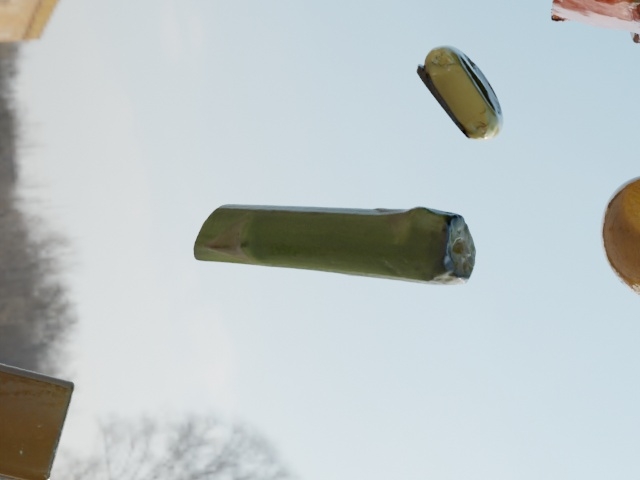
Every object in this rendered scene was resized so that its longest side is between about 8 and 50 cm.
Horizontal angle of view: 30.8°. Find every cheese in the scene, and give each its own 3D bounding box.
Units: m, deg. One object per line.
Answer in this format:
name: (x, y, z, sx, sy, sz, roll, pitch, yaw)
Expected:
cheese: (0.125, -0.122, 0.967, 0.086, 0.036, 0.162, 54, 16, 3)

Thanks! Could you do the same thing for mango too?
mango: (0.475, 0.020, 1.395, 0.290, 0.160, 0.191, 19, -23, 41)

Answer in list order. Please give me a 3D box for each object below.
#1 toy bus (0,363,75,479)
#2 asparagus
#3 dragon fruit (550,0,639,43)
toy bus: (-0.315, 0.142, 0.971, 0.114, 0.201, 0.098, 144, -39, -68)
asparagus: (0.001, -0.002, 0.970, 0.278, 0.067, 0.060, 5, -94, 34)
dragon fruit: (0.308, -0.282, 0.931, 0.290, 0.189, 0.290, 20, 90, -74)
